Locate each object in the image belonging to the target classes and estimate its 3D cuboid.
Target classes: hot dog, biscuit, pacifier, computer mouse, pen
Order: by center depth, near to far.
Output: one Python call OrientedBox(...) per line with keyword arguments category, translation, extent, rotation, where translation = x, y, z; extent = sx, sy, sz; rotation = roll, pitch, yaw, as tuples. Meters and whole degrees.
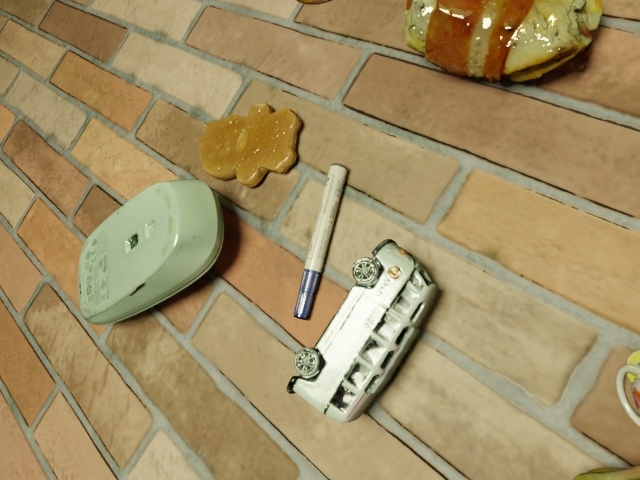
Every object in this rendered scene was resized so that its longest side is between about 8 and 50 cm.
OrientedBox(category="pacifier", translation=(0.288, 0.126, 0.354), extent=(0.064, 0.068, 0.083), rotation=(-13, 85, -12))
OrientedBox(category="hot dog", translation=(0.195, -0.241, 0.490), extent=(0.213, 0.103, 0.146), rotation=(35, 70, 22))
OrientedBox(category="pen", translation=(0.000, 0.000, 0.553), extent=(0.025, 0.025, 0.204), rotation=(9, 79, 29))
OrientedBox(category="computer mouse", translation=(-0.247, 0.020, 0.635), extent=(0.288, 0.097, 0.160), rotation=(-30, 64, 29))
OrientedBox(category="biscuit", translation=(-0.110, -0.140, 0.653), extent=(0.184, 0.027, 0.134), rotation=(-13, 69, 25))

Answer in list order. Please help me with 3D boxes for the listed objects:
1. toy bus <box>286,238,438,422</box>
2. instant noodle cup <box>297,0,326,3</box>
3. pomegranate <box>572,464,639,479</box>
OrientedBox(category="toy bus", translation=(0.052, 0.097, 0.462), extent=(0.089, 0.087, 0.194), rotation=(32, 90, 25))
OrientedBox(category="instant noodle cup", translation=(-0.021, -0.472, 0.628), extent=(0.213, 0.174, 0.213), rotation=(-9, 71, 26))
OrientedBox(category="pomegranate", translation=(0.312, 0.209, 0.248), extent=(0.203, 0.276, 0.222), rotation=(17, 76, -13))
